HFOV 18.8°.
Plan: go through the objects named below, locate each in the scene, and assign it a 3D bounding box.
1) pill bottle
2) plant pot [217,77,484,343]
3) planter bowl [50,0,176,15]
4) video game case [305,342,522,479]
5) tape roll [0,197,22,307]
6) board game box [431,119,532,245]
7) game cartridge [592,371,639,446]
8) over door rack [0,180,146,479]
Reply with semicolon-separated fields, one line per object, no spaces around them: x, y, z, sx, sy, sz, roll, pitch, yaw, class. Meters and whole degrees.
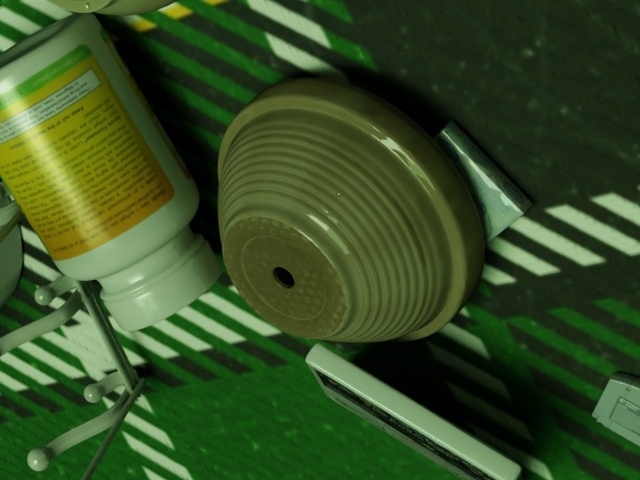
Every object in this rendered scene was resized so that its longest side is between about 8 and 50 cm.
-0.185;-0.053;1.603;0.136;0.136;0.246;-18;109;40;pill bottle
0.000;0.000;1.519;0.237;0.110;0.237;24;137;25;plant pot
-0.166;-0.238;1.484;0.162;0.109;0.162;17;129;23;planter bowl
0.080;0.153;1.581;0.190;0.022;0.173;31;172;12;video game case
-0.420;0.013;1.778;0.246;0.169;0.246;17;128;22;tape roll
0.104;-0.035;1.506;0.090;0.020;0.090;46;135;-2;board game box
0.260;0.140;1.528;0.083;0.017;0.056;30;135;12;game cartridge
-0.254;0.104;1.634;0.108;0.324;0.239;-20;111;11;over door rack
